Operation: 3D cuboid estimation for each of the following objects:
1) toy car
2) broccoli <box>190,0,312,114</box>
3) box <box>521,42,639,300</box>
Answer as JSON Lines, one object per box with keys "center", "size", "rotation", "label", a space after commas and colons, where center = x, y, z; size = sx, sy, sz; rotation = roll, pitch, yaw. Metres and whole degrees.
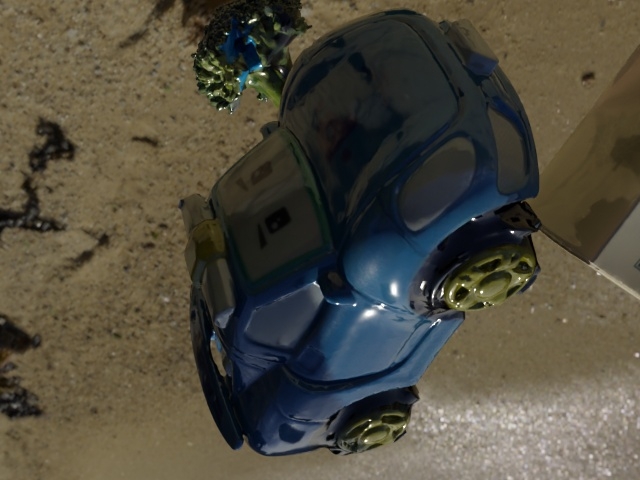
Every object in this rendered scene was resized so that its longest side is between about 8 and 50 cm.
{"center": [0.000, 0.000, 0.486], "size": [0.166, 0.198, 0.314], "rotation": [0, 139, -28], "label": "toy car"}
{"center": [-0.070, -0.210, 0.912], "size": [0.167, 0.154, 0.160], "rotation": [-42, 91, 10], "label": "broccoli"}
{"center": [0.280, -0.028, 0.569], "size": [0.212, 0.095, 0.168], "rotation": [28, 101, -31], "label": "box"}
